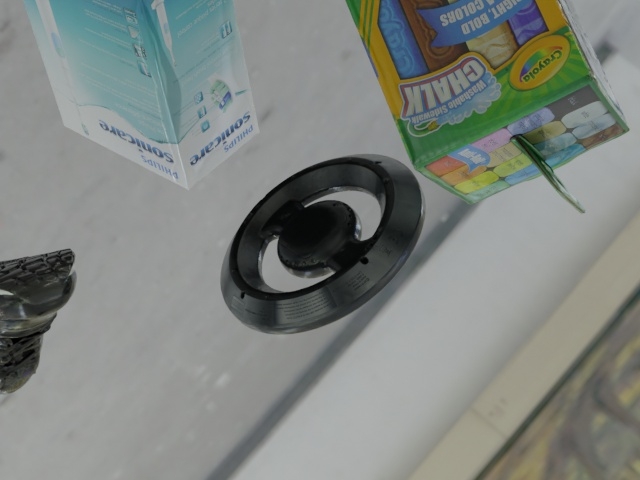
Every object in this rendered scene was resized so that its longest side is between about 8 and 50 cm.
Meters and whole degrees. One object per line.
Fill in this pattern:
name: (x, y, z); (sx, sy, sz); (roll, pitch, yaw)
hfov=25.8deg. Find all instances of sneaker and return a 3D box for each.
sneaker: (-0.288, 0.082, 1.328); (0.107, 0.124, 0.283); (-18, -175, -28)

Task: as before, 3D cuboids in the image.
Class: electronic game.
electronic game: (0.000, 0.000, 1.401); (0.229, 0.229, 0.048); (-46, 128, -14)

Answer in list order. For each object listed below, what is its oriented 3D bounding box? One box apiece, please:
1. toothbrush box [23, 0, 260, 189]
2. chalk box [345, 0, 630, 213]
toothbrush box: (-0.202, -0.230, 1.511); (0.126, 0.216, 0.295); (-42, 141, -30)
chalk box: (0.162, -0.151, 1.296); (0.179, 0.289, 0.180); (-25, 160, 17)
